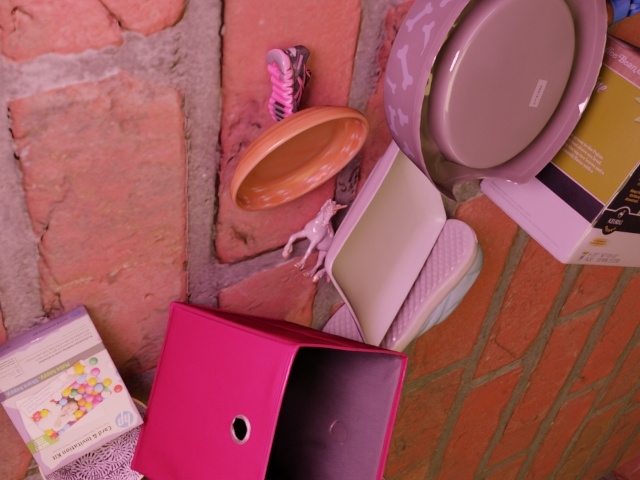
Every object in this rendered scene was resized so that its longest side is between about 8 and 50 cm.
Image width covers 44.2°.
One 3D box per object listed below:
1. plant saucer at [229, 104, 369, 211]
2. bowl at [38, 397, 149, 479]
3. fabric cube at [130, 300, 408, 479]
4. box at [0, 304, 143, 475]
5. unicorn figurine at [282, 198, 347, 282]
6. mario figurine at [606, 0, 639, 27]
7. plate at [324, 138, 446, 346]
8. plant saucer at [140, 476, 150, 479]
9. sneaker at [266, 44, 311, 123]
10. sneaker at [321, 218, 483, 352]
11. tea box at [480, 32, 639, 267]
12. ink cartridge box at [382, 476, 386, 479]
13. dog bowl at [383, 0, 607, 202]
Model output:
[{"bbox_3d":[-0.031,-0.108,1.001,0.200,0.037,0.200,-30,164,-9],"label":"plant saucer"},{"bbox_3d":[-0.326,0.282,1.140,0.170,0.080,0.170,-10,111,-27],"label":"bowl"},{"bbox_3d":[-0.071,0.245,1.122,0.259,0.258,0.254,15,88,-49],"label":"fabric cube"},{"bbox_3d":[-0.338,0.198,1.036,0.145,0.038,0.186,-26,118,-17],"label":"box"},{"bbox_3d":[0.000,0.000,1.177,0.111,0.060,0.162,-51,158,-4],"label":"unicorn figurine"},{"bbox_3d":[0.518,-0.414,1.176,0.320,0.170,0.198,-15,174,-15],"label":"mario figurine"},{"bbox_3d":[0.097,-0.005,1.187,0.278,0.045,0.277,-59,150,-21],"label":"plate"},{"bbox_3d":[-0.221,0.485,1.311,0.050,0.310,0.311,-61,174,-57],"label":"plant saucer"},{"bbox_3d":[-0.032,-0.186,0.964,0.057,0.047,0.119,-33,146,-29],"label":"sneaker"},{"bbox_3d":[0.153,0.133,1.379,0.366,0.135,0.150,-42,142,5],"label":"sneaker"},{"bbox_3d":[0.511,-0.143,1.332,0.329,0.220,0.324,4,126,-44],"label":"tea box"},{"bbox_3d":[-0.051,0.449,1.466,0.283,0.207,0.117,-37,144,-3],"label":"ink cartridge box"},{"bbox_3d":[0.231,-0.224,1.059,0.348,0.102,0.349,-23,132,-28],"label":"dog bowl"}]
